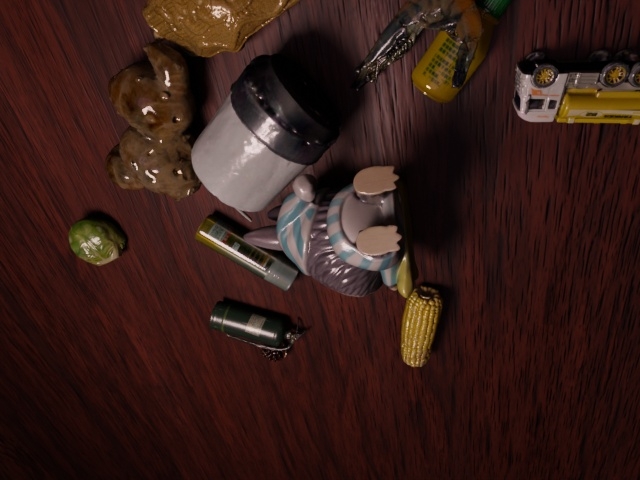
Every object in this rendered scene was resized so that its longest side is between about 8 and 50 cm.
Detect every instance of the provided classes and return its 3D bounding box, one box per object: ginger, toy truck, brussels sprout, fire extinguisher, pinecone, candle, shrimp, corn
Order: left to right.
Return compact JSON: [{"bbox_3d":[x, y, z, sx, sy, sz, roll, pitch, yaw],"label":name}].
[{"bbox_3d":[-0.666,0.004,1.184,0.155,0.117,0.155,6,113,15],"label":"brussels sprout"},{"bbox_3d":[-0.374,-0.251,0.898,0.256,0.176,0.375,31,130,11],"label":"ginger"},{"bbox_3d":[-0.136,-0.194,0.837,0.221,0.221,0.342,44,124,-13],"label":"candle"},{"bbox_3d":[-0.182,0.265,1.223,0.294,0.093,0.118,14,83,7],"label":"fire extinguisher"},{"bbox_3d":[-0.150,0.351,1.276,0.083,0.077,0.077,1,134,-34],"label":"pinecone"},{"bbox_3d":[0.164,-0.319,0.718,0.262,0.051,0.198,-36,65,36],"label":"shrimp"},{"bbox_3d":[0.262,0.228,1.066,0.093,0.093,0.244,9,124,11],"label":"corn"},{"bbox_3d":[0.456,-0.258,0.694,0.227,0.098,0.114,5,129,12],"label":"toy truck"}]

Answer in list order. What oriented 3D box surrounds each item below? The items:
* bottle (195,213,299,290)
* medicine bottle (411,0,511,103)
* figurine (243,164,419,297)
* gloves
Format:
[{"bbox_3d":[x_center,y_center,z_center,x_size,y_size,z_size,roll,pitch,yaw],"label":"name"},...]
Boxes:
[{"bbox_3d":[-0.193,0.035,1.083,0.286,0.082,0.082,31,125,-4],"label":"bottle"},{"bbox_3d":[0.268,-0.370,0.698,0.095,0.064,0.260,35,125,-1],"label":"medicine bottle"},{"bbox_3d":[0.000,0.000,0.833,0.378,0.361,0.266,-8,76,16],"label":"figurine"},{"bbox_3d":[-0.182,-0.452,0.724,0.356,0.155,0.203,-15,105,32],"label":"gloves"}]
